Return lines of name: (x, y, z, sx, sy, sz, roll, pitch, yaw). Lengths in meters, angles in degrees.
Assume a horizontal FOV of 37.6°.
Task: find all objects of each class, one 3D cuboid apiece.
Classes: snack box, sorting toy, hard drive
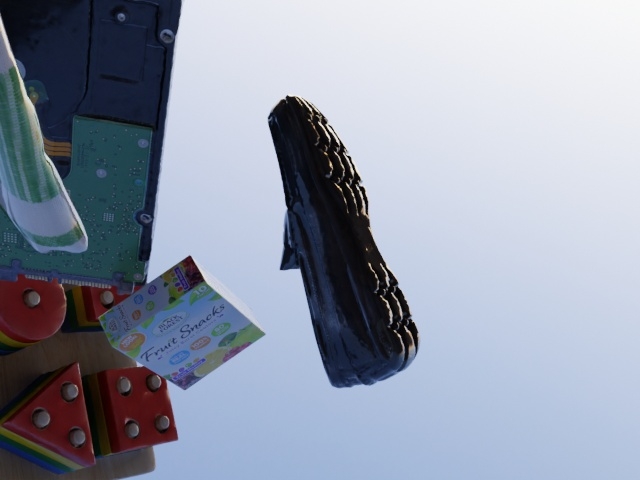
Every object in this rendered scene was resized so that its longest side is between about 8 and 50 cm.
snack box: (-0.123, 0.080, 0.867, 0.037, 0.100, 0.141, 56, -178, 32)
sorting toy: (-0.277, 0.136, 1.014, 0.255, 0.089, 0.257, 4, -111, -55)
hard drive: (-0.237, -0.106, 0.740, 0.237, 0.339, 0.064, 8, -140, -8)

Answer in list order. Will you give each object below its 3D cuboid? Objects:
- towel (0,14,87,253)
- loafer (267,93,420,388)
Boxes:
towel: (-0.212, -0.170, 0.505, 0.038, 0.324, 0.248, -23, -139, -24)
loafer: (0.000, 0.000, 0.693, 0.076, 0.078, 0.223, 2, -114, -62)
